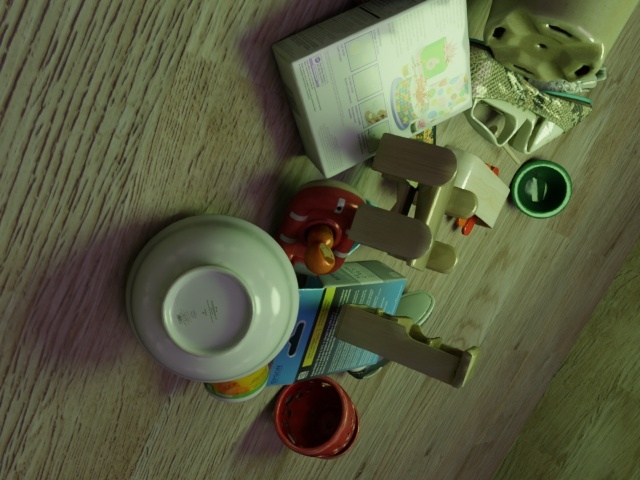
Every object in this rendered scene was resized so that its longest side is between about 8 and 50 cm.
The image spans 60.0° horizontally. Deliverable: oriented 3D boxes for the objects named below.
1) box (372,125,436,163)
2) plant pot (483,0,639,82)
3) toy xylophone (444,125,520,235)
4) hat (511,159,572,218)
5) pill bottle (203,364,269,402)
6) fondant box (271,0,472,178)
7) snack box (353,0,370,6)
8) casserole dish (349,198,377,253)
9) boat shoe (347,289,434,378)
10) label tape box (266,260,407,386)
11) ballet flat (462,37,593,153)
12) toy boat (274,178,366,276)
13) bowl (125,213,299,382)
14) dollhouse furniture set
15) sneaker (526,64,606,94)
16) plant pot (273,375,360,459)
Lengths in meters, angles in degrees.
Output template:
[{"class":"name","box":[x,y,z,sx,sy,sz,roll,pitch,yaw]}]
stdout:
[{"class":"box","box":[0.175,-0.274,1.165,0.159,0.044,0.233,-30,134,-24]},{"class":"plant pot","box":[0.463,-0.482,1.036,0.333,0.333,0.306,30,83,-49]},{"class":"toy xylophone","box":[0.410,-0.153,1.439,0.322,0.081,0.236,38,81,-48]},{"class":"hat","box":[0.660,-0.162,1.715,0.208,0.183,0.173,18,99,-5]},{"class":"pill bottle","box":[-0.172,0.184,1.080,0.136,0.136,0.246,-23,130,-31]},{"class":"fondant box","box":[0.106,-0.292,0.996,0.330,0.096,0.238,-26,133,-8]},{"class":"snack box","box":[0.040,-0.463,0.928,0.178,0.022,0.064,21,99,-48]},{"class":"casserole dish","box":[0.050,-0.021,1.227,0.188,0.037,0.114,-40,138,-14]},{"class":"boat shoe","box":[0.187,0.253,1.494,0.302,0.114,0.091,-35,136,-3]},{"class":"label tape box","box":[0.018,0.183,1.280,0.347,0.115,0.249,0,116,-41]},{"class":"ballet flat","box":[0.447,-0.301,1.285,0.482,0.164,0.182,10,97,-36]},{"class":"toy boat","box":[0.000,0.000,1.055,0.150,0.151,0.231,15,130,-14]},{"class":"bowl","box":[-0.177,0.104,0.904,0.297,0.134,0.298,0,92,-7]},{"class":"dollhouse furniture set","box":[0.223,0.045,1.076,0.362,0.256,0.395,20,89,-68]},{"class":"sneaker","box":[0.646,-0.420,1.451,0.262,0.121,0.099,-33,135,-22]},{"class":"plant pot","box":[0.003,0.446,1.388,0.191,0.191,0.174,-49,145,-6]}]
